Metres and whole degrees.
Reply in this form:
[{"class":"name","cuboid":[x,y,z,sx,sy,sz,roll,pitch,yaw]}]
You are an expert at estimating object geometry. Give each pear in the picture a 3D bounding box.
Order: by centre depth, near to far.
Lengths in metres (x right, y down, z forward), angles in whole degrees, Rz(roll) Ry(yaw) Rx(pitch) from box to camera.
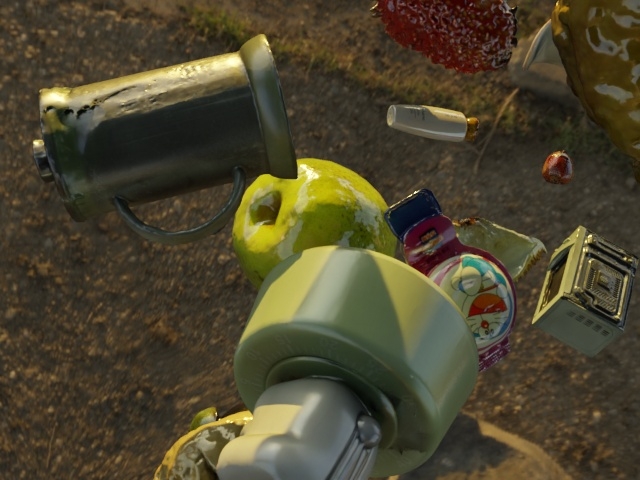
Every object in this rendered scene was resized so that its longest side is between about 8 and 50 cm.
[{"class":"pear","cuboid":[0.000,0.000,1.902,0.391,0.391,0.391,7,66,-16]}]

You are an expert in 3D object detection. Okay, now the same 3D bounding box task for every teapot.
[{"class":"teapot","cuboid":[-0.207,-0.118,1.095,0.337,0.200,0.270,-14,68,-5]}]

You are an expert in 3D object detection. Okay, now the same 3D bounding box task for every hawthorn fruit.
[{"class":"hawthorn fruit","cuboid":[0.546,-0.165,1.876,0.077,0.077,0.077,7,66,-16]}]

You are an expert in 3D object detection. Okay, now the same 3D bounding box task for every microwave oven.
[{"class":"microwave oven","cuboid":[0.534,0.100,1.632,0.162,0.122,0.208,29,51,1]}]

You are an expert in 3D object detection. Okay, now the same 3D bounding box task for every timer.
[{"class":"timer","cuboid":[-0.001,0.209,0.919,0.291,0.291,0.315,35,45,-2]}]

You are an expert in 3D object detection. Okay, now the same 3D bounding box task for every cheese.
[{"class":"cheese","cuboid":[0.167,0.052,1.041,0.155,0.062,0.244,-30,94,-16]}]

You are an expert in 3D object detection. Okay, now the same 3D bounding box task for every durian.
[{"class":"durian","cuboid":[0.352,0.031,1.712,0.252,0.144,0.139,21,88,-12]}]

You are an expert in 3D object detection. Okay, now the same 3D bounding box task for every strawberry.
[{"class":"strawberry","cuboid":[0.246,-0.460,1.560,0.306,0.138,0.233,37,102,25]}]

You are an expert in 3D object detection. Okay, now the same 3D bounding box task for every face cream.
[{"class":"face cream","cuboid":[0.222,-0.231,1.605,0.182,0.051,0.072,7,51,-17]}]

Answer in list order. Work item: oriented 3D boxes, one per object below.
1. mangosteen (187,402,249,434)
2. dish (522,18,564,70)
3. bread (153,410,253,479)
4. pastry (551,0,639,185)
[{"class":"mangosteen","cuboid":[-0.115,0.370,1.365,0.243,0.243,0.242,7,66,-16]},{"class":"dish","cuboid":[0.368,-0.257,1.013,0.234,0.154,0.064,-21,79,0]},{"class":"bread","cuboid":[-0.110,0.344,1.137,0.244,0.244,0.134,-18,52,-24]},{"class":"pastry","cuboid":[0.254,-0.124,0.463,0.240,0.235,0.132,17,26,21]}]
